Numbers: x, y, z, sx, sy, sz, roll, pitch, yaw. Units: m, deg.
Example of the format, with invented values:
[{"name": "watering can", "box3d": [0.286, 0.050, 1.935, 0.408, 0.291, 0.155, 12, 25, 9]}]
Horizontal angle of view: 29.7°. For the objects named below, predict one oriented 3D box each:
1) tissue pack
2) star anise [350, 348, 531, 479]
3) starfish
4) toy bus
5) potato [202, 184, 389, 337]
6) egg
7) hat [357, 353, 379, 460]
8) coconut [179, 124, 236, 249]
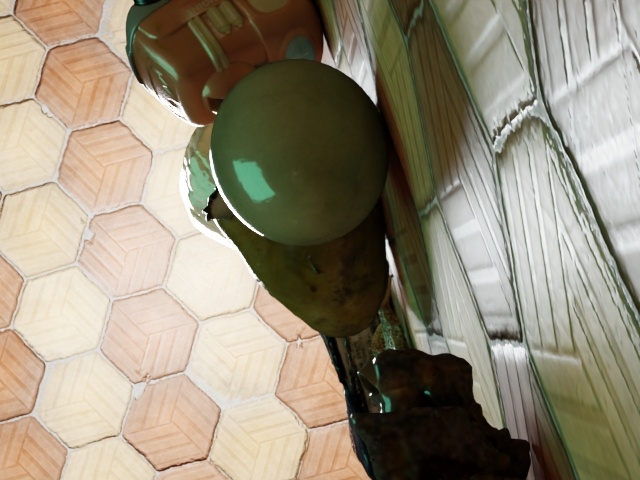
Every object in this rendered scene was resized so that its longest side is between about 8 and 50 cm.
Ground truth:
[{"name": "tissue pack", "box3d": [0.065, 0.192, 1.887, 0.245, 0.123, 0.332, -123, 19, -76]}, {"name": "star anise", "box3d": [0.111, 0.186, 0.892, 0.236, 0.109, 0.223, 58, -168, -19]}, {"name": "starfish", "box3d": [0.117, 0.185, 1.633, 0.236, 0.062, 0.277, -126, 24, -69]}, {"name": "toy bus", "box3d": [-0.121, -0.283, 1.685, 0.232, 0.287, 0.194, 53, 165, 38]}, {"name": "potato", "box3d": [0.000, 0.000, 1.565, 0.266, 0.229, 0.229, 59, -175, -27]}, {"name": "egg", "box3d": [-0.022, -0.093, 1.265, 0.253, 0.186, 0.186, -102, -2, -63]}, {"name": "hat", "box3d": [0.130, 0.218, 1.409, 0.173, 0.144, 0.166, 22, 144, 27]}, {"name": "coconut", "box3d": [-0.100, -0.110, 2.297, 0.329, 0.329, 0.329, 165, 90, -88]}]
